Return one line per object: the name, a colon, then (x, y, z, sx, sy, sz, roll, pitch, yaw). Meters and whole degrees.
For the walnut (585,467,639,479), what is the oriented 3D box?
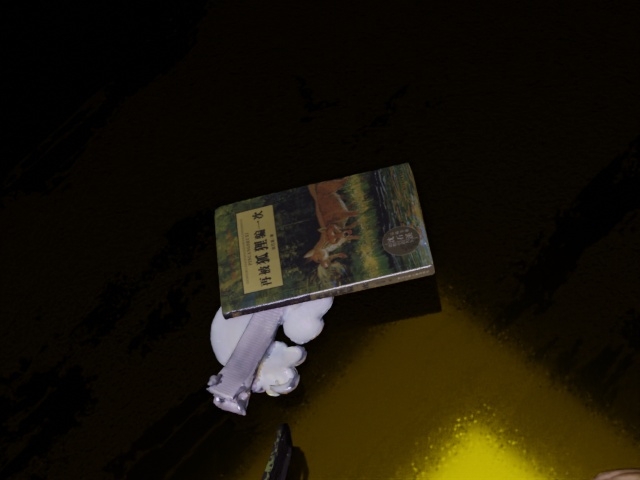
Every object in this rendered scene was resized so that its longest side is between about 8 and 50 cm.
walnut: (0.286, 0.294, 0.978, 0.245, 0.198, 0.198, 32, 71, 21)

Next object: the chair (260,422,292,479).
chair: (-0.100, 0.269, 1.128, 0.101, 0.084, 0.212, 8, 63, 11)

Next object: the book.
book: (0.000, 0.000, 1.272, 0.228, 0.024, 0.160, -12, 47, 4)

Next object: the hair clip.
hair clip: (-0.063, 0.101, 1.235, 0.116, 0.049, 0.172, 19, 61, 15)
